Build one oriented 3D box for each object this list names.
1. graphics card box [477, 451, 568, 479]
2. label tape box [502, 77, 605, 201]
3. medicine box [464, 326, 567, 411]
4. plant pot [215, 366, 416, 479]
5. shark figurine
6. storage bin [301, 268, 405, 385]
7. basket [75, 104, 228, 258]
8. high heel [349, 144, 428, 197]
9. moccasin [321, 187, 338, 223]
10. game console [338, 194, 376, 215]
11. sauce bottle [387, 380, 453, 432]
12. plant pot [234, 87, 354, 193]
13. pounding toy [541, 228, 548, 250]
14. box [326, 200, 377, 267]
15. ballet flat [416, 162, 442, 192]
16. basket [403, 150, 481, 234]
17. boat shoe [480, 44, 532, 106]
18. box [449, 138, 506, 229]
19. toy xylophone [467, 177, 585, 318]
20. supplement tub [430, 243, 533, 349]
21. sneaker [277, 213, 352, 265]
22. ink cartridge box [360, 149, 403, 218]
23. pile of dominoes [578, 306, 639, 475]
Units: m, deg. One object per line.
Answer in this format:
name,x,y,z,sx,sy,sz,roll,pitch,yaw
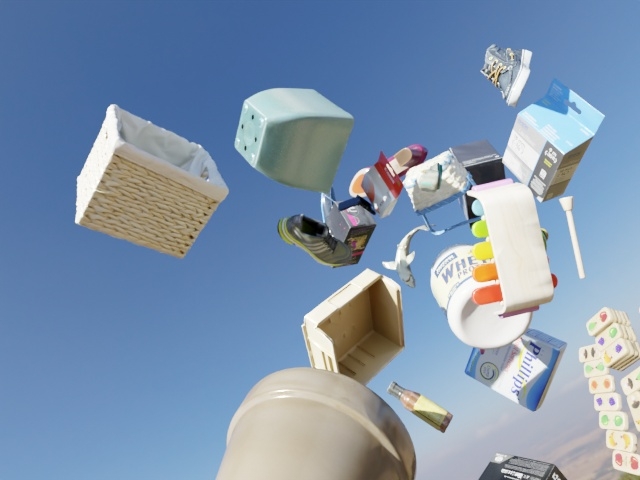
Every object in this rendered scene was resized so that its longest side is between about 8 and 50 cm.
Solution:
graphics card box,0.484,0.758,1.193,0.371,0.094,0.233,-41,0,-27
label tape box,0.768,-0.335,1.506,0.105,0.241,0.334,-18,-38,-10
medicine box,0.762,0.465,1.738,0.149,0.289,0.264,4,-74,-50
plant pot,-0.040,0.400,0.651,0.323,0.323,0.280,-46,-2,26
shark figurine,0.372,0.050,1.852,0.116,0.166,0.278,22,-96,-50
storage bin,0.099,0.255,1.215,0.262,0.123,0.260,-33,-50,-30
basket,-0.493,-0.168,1.286,0.331,0.328,0.266,22,-71,-37
high heel,0.302,-0.293,1.952,0.377,0.127,0.181,-26,-7,40
moccasin,0.084,-0.117,2.289,0.116,0.342,0.137,-10,-6,22
game console,0.122,-0.107,1.491,0.071,0.107,0.122,-53,9,15
sauce bottle,0.190,0.317,0.855,0.042,0.128,0.042,-43,-30,-32
plant pot,-0.100,-0.302,1.291,0.252,0.248,0.247,-3,-54,-37
pounding toy,0.756,-0.001,1.601,0.110,0.237,0.183,-1,-40,-19
box,0.114,-0.027,1.963,0.143,0.165,0.270,-7,-40,-27
ballet flat,0.309,-0.182,1.252,0.213,0.068,0.072,-43,-43,-67
basket,0.472,-0.172,1.669,0.254,0.289,0.201,-23,16,37
boat shoe,0.343,-0.312,0.835,0.065,0.083,0.183,96,-163,-45
box,0.700,-0.256,1.954,0.182,0.294,0.296,-13,-64,12
toy xylophone,0.459,0.016,1.004,0.236,0.323,0.081,-4,0,-4
supplement tub,0.475,0.155,1.363,0.235,0.325,0.236,0,-71,0
sneaker,0.000,0.000,1.530,0.300,0.111,0.121,26,-27,-29
ink cartridge box,0.192,-0.173,1.406,0.045,0.145,0.179,-22,-23,-14
pile of dominoes,0.486,0.232,0.706,0.040,0.251,0.196,13,-44,-2
